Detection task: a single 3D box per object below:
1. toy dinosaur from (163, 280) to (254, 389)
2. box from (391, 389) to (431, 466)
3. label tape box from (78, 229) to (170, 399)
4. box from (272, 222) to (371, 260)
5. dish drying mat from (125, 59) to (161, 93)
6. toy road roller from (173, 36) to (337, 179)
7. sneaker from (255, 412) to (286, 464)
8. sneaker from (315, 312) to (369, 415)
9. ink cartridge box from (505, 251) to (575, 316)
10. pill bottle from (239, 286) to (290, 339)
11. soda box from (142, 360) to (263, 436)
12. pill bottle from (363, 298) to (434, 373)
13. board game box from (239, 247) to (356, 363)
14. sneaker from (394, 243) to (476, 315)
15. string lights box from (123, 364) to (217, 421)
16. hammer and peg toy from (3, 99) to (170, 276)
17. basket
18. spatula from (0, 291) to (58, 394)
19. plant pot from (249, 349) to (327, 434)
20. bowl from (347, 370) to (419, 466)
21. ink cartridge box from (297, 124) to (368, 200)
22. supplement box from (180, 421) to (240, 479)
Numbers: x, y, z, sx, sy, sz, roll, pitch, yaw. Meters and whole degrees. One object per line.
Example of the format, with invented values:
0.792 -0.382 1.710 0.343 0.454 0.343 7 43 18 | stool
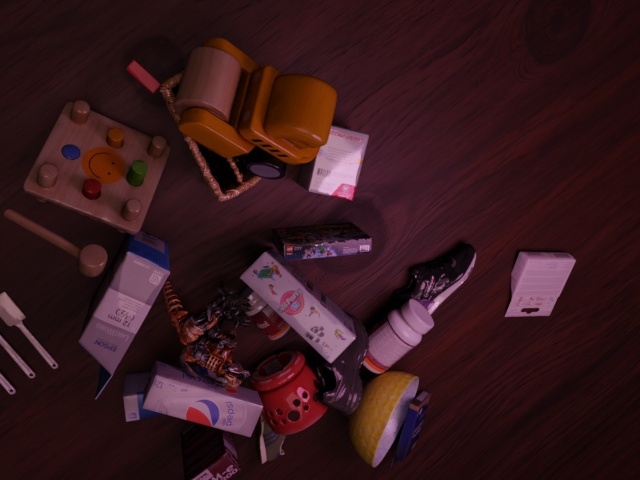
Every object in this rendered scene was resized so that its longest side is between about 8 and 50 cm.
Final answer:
-0.289 0.225 1.459 0.218 0.164 0.322 -39 97 -26 | toy dinosaur
0.285 0.596 1.780 0.036 0.136 0.225 20 103 24 | box
-0.493 0.162 1.367 0.115 0.249 0.348 31 95 -21 | label tape box
0.000 0.000 1.513 0.233 0.159 0.044 -5 108 -15 | box
-0.426 -0.394 1.366 0.083 0.008 0.032 42 91 -22 | dish drying mat
-0.117 -0.285 1.211 0.329 0.240 0.203 26 68 -42 | toy road roller
-0.144 0.567 1.682 0.086 0.064 0.192 -6 107 -21 | sneaker
0.055 0.330 1.580 0.130 0.109 0.286 28 52 -32 | sneaker
0.692 0.141 1.821 0.180 0.056 0.225 1 123 -17 | ink cartridge box
-0.154 0.195 1.562 0.086 0.086 0.152 -40 111 -3 | pill bottle
-0.295 0.400 1.428 0.286 0.098 0.091 22 93 -19 | soda box
0.213 0.275 1.636 0.121 0.121 0.221 36 113 -21 | pill bottle
-0.052 0.157 1.461 0.303 0.224 0.097 44 91 0 | board game box
0.337 0.105 1.672 0.124 0.107 0.283 40 91 -16 | sneaker
-0.388 0.401 1.524 0.259 0.133 0.077 -5 104 -14 | string lights box
-0.510 -0.123 1.258 0.265 0.127 0.361 24 58 -20 | hammer and peg toy
-0.222 -0.273 1.343 0.213 0.223 0.299 -27 109 -8 | basket
-0.798 0.267 1.436 0.168 0.019 0.242 -33 112 -11 | spatula
-0.089 0.414 1.588 0.191 0.191 0.174 -26 104 -8 | plant pot
0.159 0.498 1.680 0.156 0.289 0.290 25 99 23 | bowl
0.030 -0.211 1.482 0.128 0.127 0.176 11 102 -18 | ink cartridge box
-0.302 0.565 1.537 0.130 0.239 0.073 -36 111 -4 | supplement box
